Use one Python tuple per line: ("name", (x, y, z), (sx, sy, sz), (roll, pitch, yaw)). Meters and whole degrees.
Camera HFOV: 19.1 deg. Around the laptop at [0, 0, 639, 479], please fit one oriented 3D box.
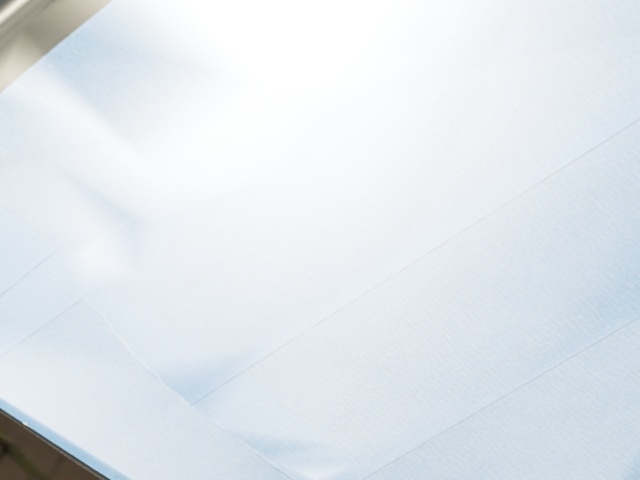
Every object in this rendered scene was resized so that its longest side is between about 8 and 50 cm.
("laptop", (0.000, 0.000, 0.389), (0.236, 0.382, 0.408), (57, 29, 2))
